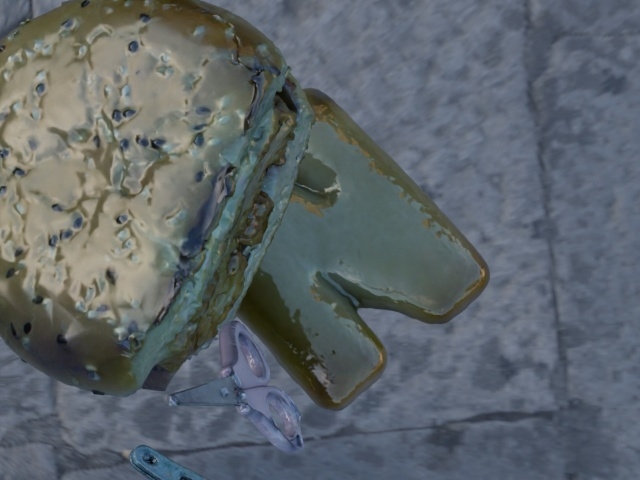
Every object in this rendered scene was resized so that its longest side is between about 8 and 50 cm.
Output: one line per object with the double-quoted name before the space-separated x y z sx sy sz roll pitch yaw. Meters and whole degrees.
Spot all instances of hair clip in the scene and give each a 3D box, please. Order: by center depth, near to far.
"hair clip" -0.041 0.205 1.131 0.230 0.070 0.039 17 52 20

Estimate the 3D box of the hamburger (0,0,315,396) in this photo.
"hamburger" -0.169 -0.044 1.255 0.277 0.195 0.318 20 86 20

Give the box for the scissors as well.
"scissors" -0.058 0.096 0.981 0.015 0.189 0.100 -31 79 13

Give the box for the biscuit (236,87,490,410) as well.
"biscuit" 0.000 0.000 1.524 0.237 0.062 0.290 -36 76 -21
